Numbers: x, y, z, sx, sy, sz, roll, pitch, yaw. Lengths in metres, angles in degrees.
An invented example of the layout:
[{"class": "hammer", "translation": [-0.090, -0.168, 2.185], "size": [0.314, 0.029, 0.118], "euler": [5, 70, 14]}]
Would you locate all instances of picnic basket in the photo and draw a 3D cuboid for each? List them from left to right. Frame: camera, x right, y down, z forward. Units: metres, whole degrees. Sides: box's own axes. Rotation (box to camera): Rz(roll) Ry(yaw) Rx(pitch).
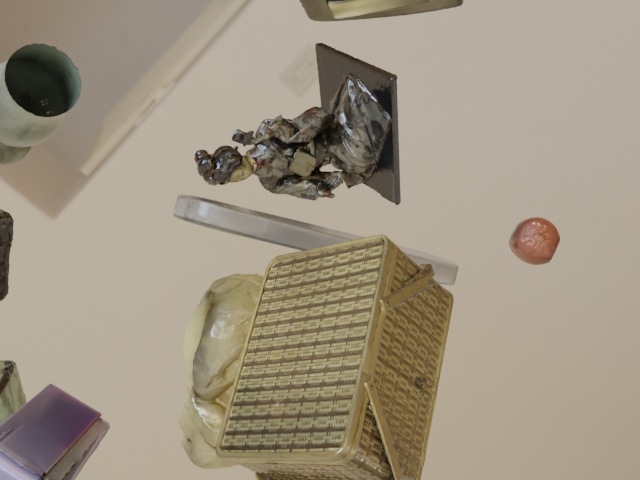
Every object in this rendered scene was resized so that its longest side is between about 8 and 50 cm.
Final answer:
[{"class": "picnic basket", "translation": [0.011, 0.084, 0.536], "size": [0.115, 0.164, 0.079], "euler": [-13, 141, 40]}]

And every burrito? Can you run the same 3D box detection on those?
[{"class": "burrito", "translation": [-0.452, 0.294, 1.171], "size": [0.144, 0.089, 0.228], "euler": [-97, -1, -71]}]

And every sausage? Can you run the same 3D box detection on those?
[{"class": "sausage", "translation": [0.262, -0.001, 1.006], "size": [0.054, 0.059, 0.094], "euler": [24, -176, 11]}]

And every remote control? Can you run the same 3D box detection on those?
[{"class": "remote control", "translation": [0.000, 0.000, 0.678], "size": [0.245, 0.022, 0.077], "euler": [13, -178, -15]}]

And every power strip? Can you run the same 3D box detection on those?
[{"class": "power strip", "translation": [0.074, -0.426, 1.221], "size": [0.251, 0.257, 0.092], "euler": [56, -146, -63]}]

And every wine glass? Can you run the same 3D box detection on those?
[{"class": "wine glass", "translation": [-0.332, -0.147, 0.900], "size": [0.093, 0.093, 0.202], "euler": [41, 152, -24]}]

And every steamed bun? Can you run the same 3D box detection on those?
[{"class": "steamed bun", "translation": [-0.119, 0.233, 1.424], "size": [0.231, 0.372, 0.325], "euler": [11, -165, 5]}]

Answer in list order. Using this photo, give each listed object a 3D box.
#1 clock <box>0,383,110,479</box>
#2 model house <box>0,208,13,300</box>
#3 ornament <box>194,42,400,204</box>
[{"class": "clock", "translation": [-0.284, 0.239, 0.736], "size": [0.073, 0.193, 0.144], "euler": [34, -168, -1]}, {"class": "model house", "translation": [-0.304, 0.028, 0.579], "size": [0.165, 0.152, 0.106], "euler": [-36, -77, -56]}, {"class": "ornament", "translation": [-0.035, -0.097, 0.895], "size": [0.153, 0.196, 0.166], "euler": [41, 145, 50]}]
